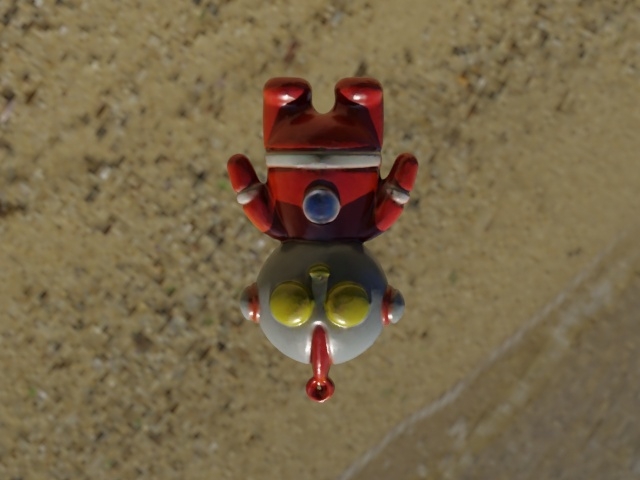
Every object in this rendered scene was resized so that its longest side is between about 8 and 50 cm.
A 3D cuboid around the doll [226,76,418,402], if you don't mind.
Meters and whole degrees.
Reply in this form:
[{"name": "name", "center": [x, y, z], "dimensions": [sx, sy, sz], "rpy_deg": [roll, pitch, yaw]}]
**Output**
[{"name": "doll", "center": [0.000, 0.000, 1.189], "dimensions": [0.076, 0.142, 0.245], "rpy_deg": [-22, 114, -85]}]
